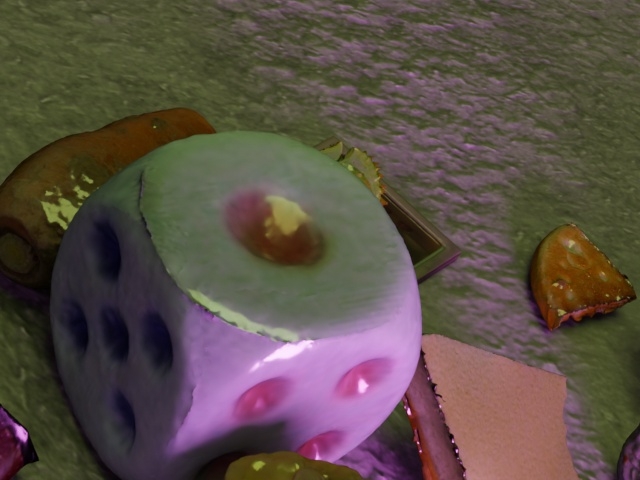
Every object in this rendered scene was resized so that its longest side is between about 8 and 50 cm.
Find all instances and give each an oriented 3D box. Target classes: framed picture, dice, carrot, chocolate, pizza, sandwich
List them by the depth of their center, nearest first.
[{"bbox_3d":[-0.325,0.177,1.592,0.149,0.125,0.080,32,57,-3],"label":"chocolate"},{"bbox_3d":[-0.083,0.074,1.717,0.268,0.262,0.264,-10,54,-35],"label":"dice"},{"bbox_3d":[0.174,0.173,1.829,0.212,0.063,0.245,-30,105,-47],"label":"sandwich"},{"bbox_3d":[-0.227,-0.054,1.874,0.139,0.138,0.302,38,34,10],"label":"carrot"},{"bbox_3d":[0.000,0.000,2.029,0.211,0.020,0.289,43,43,16],"label":"framed picture"},{"bbox_3d":[0.306,0.049,2.137,0.131,0.041,0.178,12,43,-15],"label":"pizza"}]

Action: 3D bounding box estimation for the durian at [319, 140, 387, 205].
[{"bbox_3d":[-0.028,-0.019,1.955,0.208,0.102,0.146,-10,48,-8],"label":"durian"}]

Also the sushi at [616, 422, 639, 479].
[{"bbox_3d":[0.410,0.284,1.892,0.127,0.124,0.225,0,42,-30],"label":"sushi"}]

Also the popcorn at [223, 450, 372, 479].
[{"bbox_3d":[-0.025,0.310,1.589,0.266,0.192,0.233,1,59,3],"label":"popcorn"}]
